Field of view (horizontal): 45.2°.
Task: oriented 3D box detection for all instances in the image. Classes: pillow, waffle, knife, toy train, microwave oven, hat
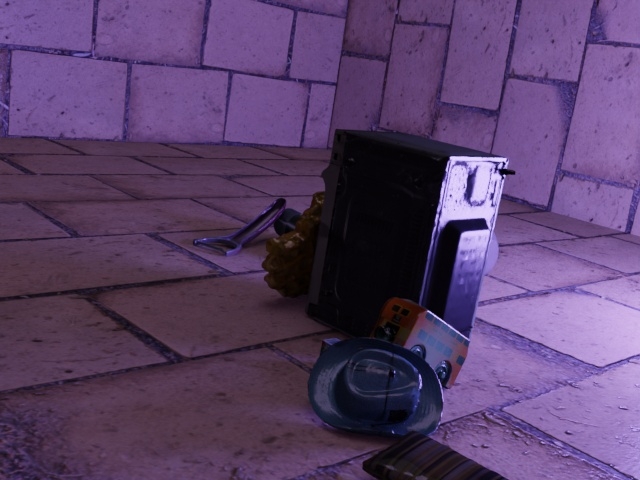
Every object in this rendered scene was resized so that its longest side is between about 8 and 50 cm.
[{"bbox_3d":[0.159,0.282,0.876,0.203,0.038,0.113,22,25,35],"label":"pillow"},{"bbox_3d":[-0.001,0.000,1.492,0.056,0.253,0.249,36,13,36],"label":"waffle"},{"bbox_3d":[-0.180,-0.031,1.871,0.123,0.053,0.278,21,36,30],"label":"knife"},{"bbox_3d":[0.150,0.156,1.161,0.072,0.099,0.188,26,-8,45],"label":"toy train"},{"bbox_3d":[0.141,-0.002,1.367,0.286,0.355,0.218,22,18,40],"label":"microwave oven"},{"bbox_3d":[0.079,0.192,1.029,0.190,0.078,0.138,11,53,-1],"label":"hat"}]

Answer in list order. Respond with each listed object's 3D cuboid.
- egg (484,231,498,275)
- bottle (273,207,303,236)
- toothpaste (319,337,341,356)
[{"bbox_3d":[0.300,0.011,1.798,0.231,0.176,0.176,14,13,43],"label":"egg"},{"bbox_3d":[-0.021,-0.008,1.870,0.082,0.082,0.286,1,16,-30],"label":"bottle"},{"bbox_3d":[0.061,0.195,1.162,0.034,0.046,0.164,0,16,-42],"label":"toothpaste"}]
